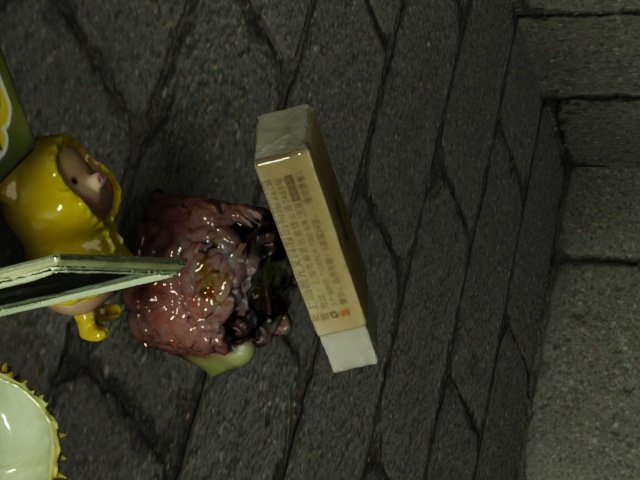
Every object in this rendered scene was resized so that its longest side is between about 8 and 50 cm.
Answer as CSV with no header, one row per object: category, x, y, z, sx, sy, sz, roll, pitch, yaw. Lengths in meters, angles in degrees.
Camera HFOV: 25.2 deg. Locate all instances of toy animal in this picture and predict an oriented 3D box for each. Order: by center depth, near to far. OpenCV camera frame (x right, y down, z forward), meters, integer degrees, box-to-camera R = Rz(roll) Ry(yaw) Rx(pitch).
toy animal,-0.279,-0.003,1.569,0.156,0.156,0.229,-48,124,-58

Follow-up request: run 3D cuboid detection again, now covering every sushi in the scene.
sushi,-0.133,0.059,1.864,0.270,0.171,0.236,27,66,-70

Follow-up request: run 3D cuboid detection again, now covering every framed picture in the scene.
framed picture,-0.299,0.052,1.310,0.231,0.293,0.018,4,75,-67

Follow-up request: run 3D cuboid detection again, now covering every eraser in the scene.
eraser,0.000,0.000,1.898,0.144,0.078,0.343,-88,161,-59

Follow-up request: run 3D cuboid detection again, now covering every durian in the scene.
durian,-0.345,0.213,1.451,0.139,0.144,0.252,21,64,-33

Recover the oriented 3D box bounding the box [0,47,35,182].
box,-0.434,-0.136,1.176,0.420,0.138,0.373,-60,144,-51
